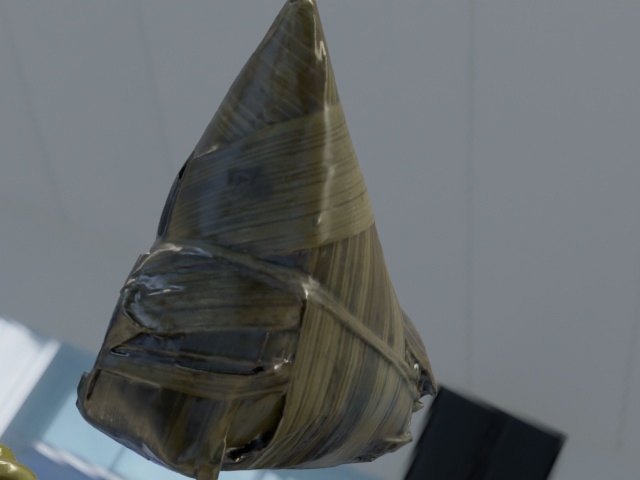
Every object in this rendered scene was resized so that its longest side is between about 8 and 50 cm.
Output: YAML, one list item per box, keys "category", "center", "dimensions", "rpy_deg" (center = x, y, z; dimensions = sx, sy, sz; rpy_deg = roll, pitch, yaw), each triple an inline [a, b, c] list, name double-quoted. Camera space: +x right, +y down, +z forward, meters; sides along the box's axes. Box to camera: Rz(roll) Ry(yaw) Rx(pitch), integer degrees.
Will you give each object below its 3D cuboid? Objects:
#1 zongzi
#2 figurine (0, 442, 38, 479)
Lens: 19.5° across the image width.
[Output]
- category: "zongzi"
  center: [0.000, 0.000, 1.144]
  dimensions: [0.134, 0.288, 0.286]
  rpy_deg: [18, 4, 28]
- category: "figurine"
  center: [-0.223, 0.156, 0.859]
  dimensions: [0.205, 0.224, 0.381]
  rpy_deg: [-25, -68, 25]
